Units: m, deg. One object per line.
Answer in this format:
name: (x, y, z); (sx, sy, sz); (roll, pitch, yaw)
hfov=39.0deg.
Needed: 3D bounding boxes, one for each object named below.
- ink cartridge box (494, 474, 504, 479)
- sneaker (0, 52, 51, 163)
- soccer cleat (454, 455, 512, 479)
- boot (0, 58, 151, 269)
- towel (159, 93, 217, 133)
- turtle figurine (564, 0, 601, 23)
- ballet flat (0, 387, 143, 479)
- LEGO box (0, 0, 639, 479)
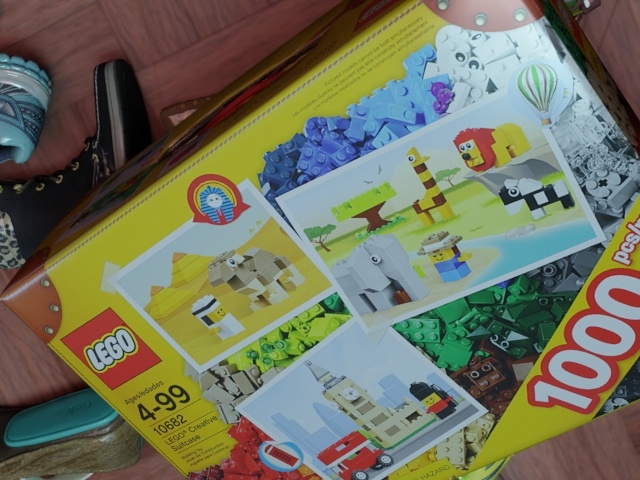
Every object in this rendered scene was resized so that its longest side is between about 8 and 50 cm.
ink cartridge box: (0.227, 0.357, 1.036); (0.063, 0.109, 0.150); (-38, 99, 13)
sneaker: (-0.419, -0.104, 0.939); (0.283, 0.122, 0.110); (-15, 148, 11)
soccer cleat: (0.228, 0.167, 0.994); (0.121, 0.093, 0.289); (16, 108, -9)
boot: (-0.276, -0.073, 0.977); (0.179, 0.085, 0.236); (-1, 104, 8)
towel: (0.000, 0.000, 0.997); (0.271, 0.040, 0.370); (-14, 102, 8)
turtle figurine: (0.229, -0.306, 0.806); (0.266, 0.198, 0.274); (-24, 106, 12)
ballet flat: (-0.369, 0.253, 1.075); (0.342, 0.116, 0.124); (-10, 124, 4)
LEGO box: (0.044, 0.017, 0.794); (0.500, 0.193, 0.372); (-32, 110, 26)
